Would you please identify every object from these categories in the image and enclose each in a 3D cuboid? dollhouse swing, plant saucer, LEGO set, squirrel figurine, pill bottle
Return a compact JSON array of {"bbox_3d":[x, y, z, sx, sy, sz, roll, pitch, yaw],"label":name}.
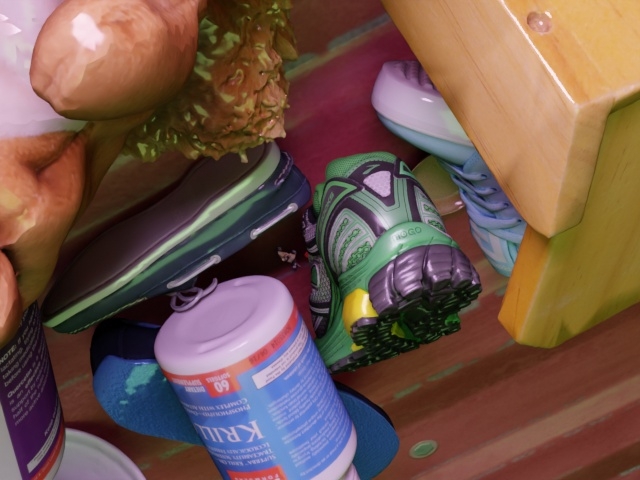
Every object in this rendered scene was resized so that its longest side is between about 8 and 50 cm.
[{"bbox_3d":[0.219,-0.145,0.867,0.347,0.315,0.305,-25,163,-21],"label":"dollhouse swing"},{"bbox_3d":[0.113,-0.058,1.081,0.083,0.015,0.083,-12,137,-11],"label":"plant saucer"},{"bbox_3d":[0.001,0.002,1.089,0.054,0.023,0.083,21,123,-37],"label":"LEGO set"},{"bbox_3d":[-0.124,-0.162,0.695,0.370,0.281,0.397,-42,180,0],"label":"squirrel figurine"},{"bbox_3d":[-0.042,0.151,1.006,0.124,0.124,0.221,-24,115,2],"label":"pill bottle"},{"bbox_3d":[-0.310,0.082,0.927,0.182,0.181,0.322,-11,136,-12],"label":"pill bottle"}]

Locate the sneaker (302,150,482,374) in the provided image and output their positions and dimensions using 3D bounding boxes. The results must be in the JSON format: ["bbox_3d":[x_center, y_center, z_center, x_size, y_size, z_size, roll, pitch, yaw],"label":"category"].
[{"bbox_3d":[0.050,0.022,1.014,0.134,0.146,0.343,-16,164,-12],"label":"sneaker"}]

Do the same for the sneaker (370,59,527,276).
[{"bbox_3d":[0.174,-0.037,1.017,0.366,0.135,0.150,18,105,-35],"label":"sneaker"}]

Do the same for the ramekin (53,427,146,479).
[{"bbox_3d":[-0.268,0.299,1.157,0.207,0.207,0.109,-1,144,-21],"label":"ramekin"}]

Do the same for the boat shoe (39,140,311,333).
[{"bbox_3d":[-0.123,0.007,0.997,0.254,0.095,0.079,-38,125,4],"label":"boat shoe"}]

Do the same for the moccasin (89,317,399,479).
[{"bbox_3d":[-0.063,0.140,1.144,0.342,0.117,0.137,29,106,-35],"label":"moccasin"}]
